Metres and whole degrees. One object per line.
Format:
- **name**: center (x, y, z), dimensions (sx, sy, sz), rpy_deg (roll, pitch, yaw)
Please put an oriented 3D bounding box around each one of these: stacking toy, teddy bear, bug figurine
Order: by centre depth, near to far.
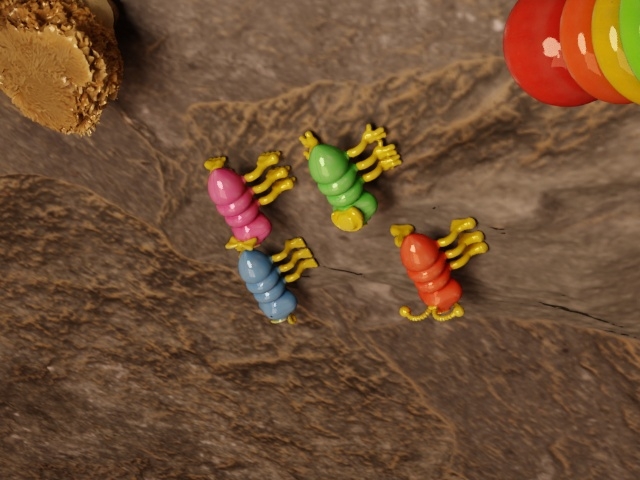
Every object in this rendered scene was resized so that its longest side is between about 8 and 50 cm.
- **stacking toy**: center (0.218, -0.123, 0.660), dimensions (0.141, 0.141, 0.330), rpy_deg (43, 167, -19)
- **teddy bear**: center (-0.297, -0.231, 0.952), dimensions (0.338, 0.113, 0.245), rpy_deg (26, 135, 15)
- **bug figurine**: center (0.000, 0.000, 1.042), dimensions (0.279, 0.072, 0.216), rpy_deg (-7, 130, 37)
